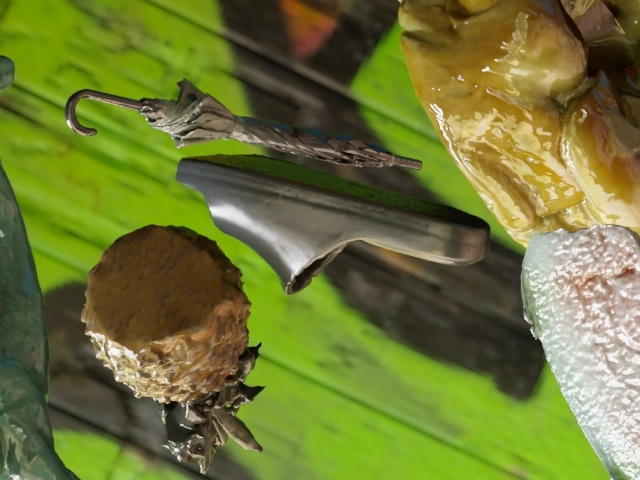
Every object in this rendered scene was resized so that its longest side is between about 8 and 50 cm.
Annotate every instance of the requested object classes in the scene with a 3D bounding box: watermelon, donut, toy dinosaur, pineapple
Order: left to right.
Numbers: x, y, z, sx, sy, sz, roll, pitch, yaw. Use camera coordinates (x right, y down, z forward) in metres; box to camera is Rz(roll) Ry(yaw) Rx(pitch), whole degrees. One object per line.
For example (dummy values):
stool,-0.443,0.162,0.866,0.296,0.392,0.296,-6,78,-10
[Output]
toy dinosaur,-0.269,0.086,1.198,0.129,0.330,0.383,-15,14,46
pineapple,-0.103,0.090,1.513,0.248,0.128,0.128,74,-146,-59
donut,0.206,-0.166,1.618,0.170,0.360,0.360,-21,32,34
watermelon,0.195,0.073,1.235,0.094,0.081,0.180,3,110,59

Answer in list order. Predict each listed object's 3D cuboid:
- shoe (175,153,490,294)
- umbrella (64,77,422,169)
shoe,0.000,0.000,1.422,0.108,0.241,0.093,-19,-59,-71
umbrella,-0.039,-0.075,1.239,0.044,0.269,0.044,-4,83,55
